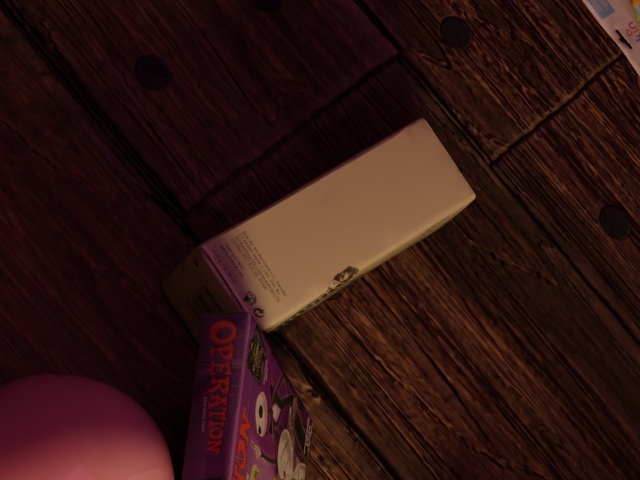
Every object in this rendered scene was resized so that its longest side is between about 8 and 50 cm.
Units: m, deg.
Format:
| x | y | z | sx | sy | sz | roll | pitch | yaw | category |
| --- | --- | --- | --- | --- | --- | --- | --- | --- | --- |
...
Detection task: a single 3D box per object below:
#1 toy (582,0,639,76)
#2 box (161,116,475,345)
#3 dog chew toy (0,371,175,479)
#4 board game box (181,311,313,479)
| x | y | z | sx | sy | sz | roll | pitch | yaw | category |
| --- | --- | --- | --- | --- | --- | --- | --- | --- | --- |
| 0.405 | -0.271 | 2.010 | 0.237 | 0.056 | 0.137 | -33 | 84 | -32 | toy |
| 0.000 | 0.000 | 1.675 | 0.275 | 0.113 | 0.094 | -31 | 84 | -30 | box |
| -0.281 | 0.210 | 1.411 | 0.331 | 0.206 | 0.207 | -4 | 71 | -18 | dog chew toy |
| -0.065 | 0.256 | 1.475 | 0.056 | 0.208 | 0.347 | -5 | 59 | 18 | board game box |
